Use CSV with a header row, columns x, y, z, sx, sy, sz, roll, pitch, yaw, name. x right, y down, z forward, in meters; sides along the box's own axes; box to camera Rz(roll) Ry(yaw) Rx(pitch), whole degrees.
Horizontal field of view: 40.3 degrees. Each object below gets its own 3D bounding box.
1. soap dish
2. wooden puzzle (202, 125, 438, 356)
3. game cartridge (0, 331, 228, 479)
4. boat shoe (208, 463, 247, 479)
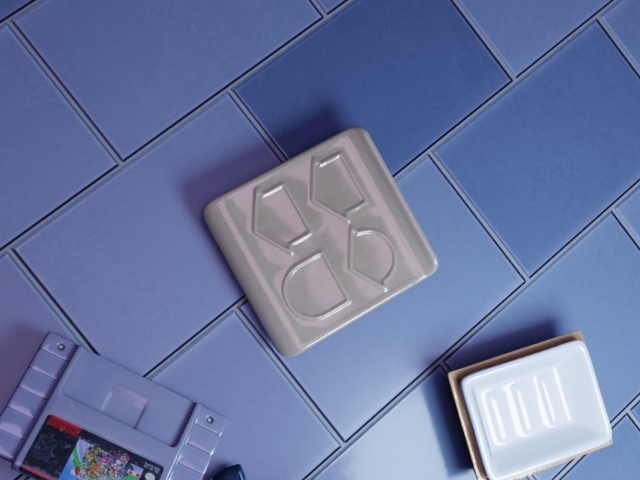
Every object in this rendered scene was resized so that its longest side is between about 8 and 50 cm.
x,y,z,sx,sy,sz,roll,pitch,yaw,name
0.394,0.321,1.670,0.290,0.118,0.229,-15,87,-15,soap dish
0.000,0.000,1.641,0.347,0.080,0.322,-29,90,-10,wooden puzzle
-0.360,0.334,1.492,0.355,0.068,0.230,28,58,-9,game cartridge
-0.097,0.511,1.536,0.089,0.109,0.258,-37,95,-11,boat shoe
